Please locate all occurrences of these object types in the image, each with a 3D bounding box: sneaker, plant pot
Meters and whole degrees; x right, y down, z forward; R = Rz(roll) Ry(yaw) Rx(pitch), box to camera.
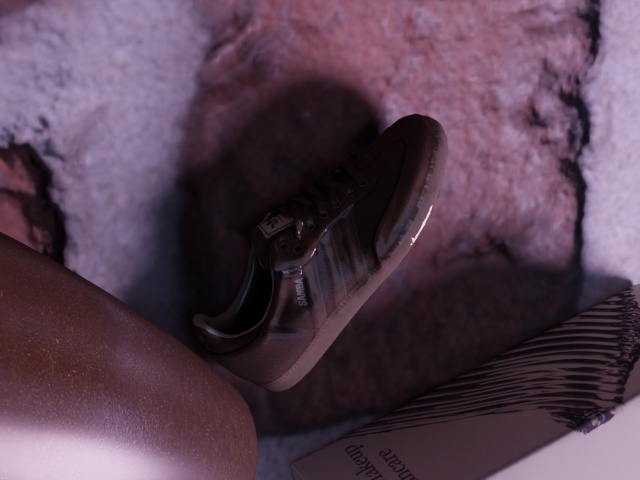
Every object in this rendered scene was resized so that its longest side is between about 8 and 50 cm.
[{"bbox_3d":[0.000,0.000,0.808,0.071,0.066,0.188,30,95,-29],"label":"sneaker"},{"bbox_3d":[-0.150,0.101,0.720,0.230,0.215,0.215,18,102,-43],"label":"plant pot"}]

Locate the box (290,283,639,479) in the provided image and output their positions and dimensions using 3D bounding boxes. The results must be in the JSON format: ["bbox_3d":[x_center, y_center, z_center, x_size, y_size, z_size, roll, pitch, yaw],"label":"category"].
[{"bbox_3d":[0.130,0.139,0.896,0.275,0.113,0.094,-26,118,-14],"label":"box"}]
